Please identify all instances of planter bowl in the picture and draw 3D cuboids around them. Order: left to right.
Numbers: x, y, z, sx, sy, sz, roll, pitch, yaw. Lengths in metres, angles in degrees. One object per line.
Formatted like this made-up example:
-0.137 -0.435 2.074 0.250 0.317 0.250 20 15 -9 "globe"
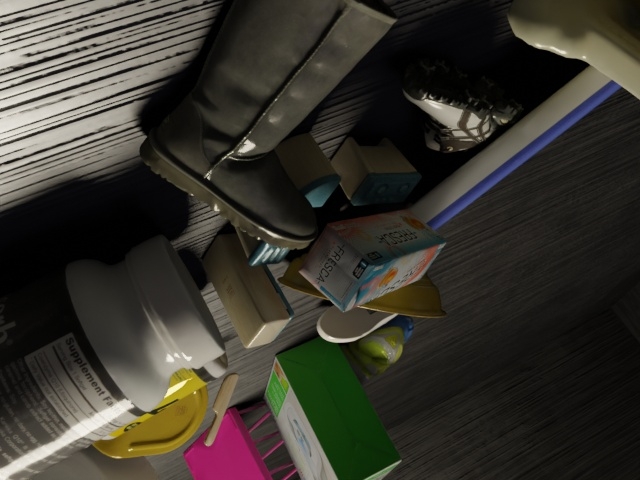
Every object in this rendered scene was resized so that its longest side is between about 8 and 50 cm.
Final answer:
0.059 0.028 0.795 0.217 0.217 0.090 8 93 -54 "planter bowl"

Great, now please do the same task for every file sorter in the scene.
-0.109 0.503 1.304 0.182 0.290 0.202 -4 144 -50 "file sorter"

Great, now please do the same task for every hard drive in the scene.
0.240 -0.113 0.775 0.319 0.040 0.210 -39 174 16 "hard drive"

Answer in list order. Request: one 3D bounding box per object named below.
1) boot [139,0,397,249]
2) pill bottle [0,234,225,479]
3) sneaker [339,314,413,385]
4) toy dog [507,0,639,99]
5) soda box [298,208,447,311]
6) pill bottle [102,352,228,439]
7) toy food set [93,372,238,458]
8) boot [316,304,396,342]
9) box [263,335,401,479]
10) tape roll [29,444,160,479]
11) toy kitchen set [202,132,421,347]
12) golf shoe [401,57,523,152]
-0.019 -0.103 0.496 0.190 0.076 0.208 29 115 -33 "boot"
-0.242 0.115 0.587 0.278 0.162 0.162 -29 155 -8 "pill bottle"
0.110 0.210 1.241 0.126 0.091 0.240 -38 180 -34 "sneaker"
0.408 -0.283 0.448 0.395 0.284 0.408 -20 151 -25 "toy dog"
0.059 0.014 0.631 0.183 0.063 0.058 -13 139 -57 "soda box"
-0.224 0.153 0.726 0.208 0.119 0.119 -30 155 -2 "pill bottle"
-0.236 0.231 0.894 0.218 0.071 0.128 13 94 -44 "toy food set"
0.061 0.143 1.086 0.190 0.069 0.086 -14 155 -36 "boot"
0.011 0.347 1.180 0.127 0.262 0.231 -19 153 -24 "box"
-0.353 0.442 0.919 0.286 0.286 0.100 -39 154 17 "tape roll"
0.000 0.000 0.690 0.166 0.122 0.207 -7 146 -42 "toy kitchen set"
0.137 -0.129 0.663 0.198 0.077 0.094 2 140 -48 "golf shoe"
